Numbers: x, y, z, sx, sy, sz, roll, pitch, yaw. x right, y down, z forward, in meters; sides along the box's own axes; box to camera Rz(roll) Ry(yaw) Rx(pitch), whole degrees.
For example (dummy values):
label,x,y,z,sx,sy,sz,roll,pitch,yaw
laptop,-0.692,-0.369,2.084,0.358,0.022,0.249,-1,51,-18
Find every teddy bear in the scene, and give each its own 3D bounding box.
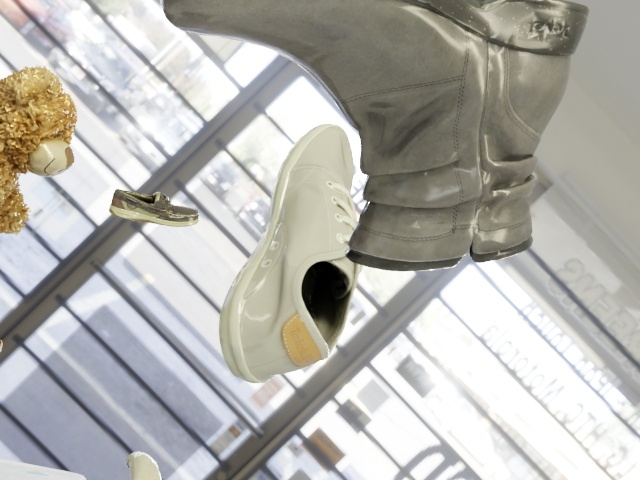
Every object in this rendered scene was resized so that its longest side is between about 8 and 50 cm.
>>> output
label,x,y,z,sx,sy,sz,roll,pitch,yaw
teddy bear,-0.407,-0.055,0.844,0.113,0.338,0.245,41,-35,20

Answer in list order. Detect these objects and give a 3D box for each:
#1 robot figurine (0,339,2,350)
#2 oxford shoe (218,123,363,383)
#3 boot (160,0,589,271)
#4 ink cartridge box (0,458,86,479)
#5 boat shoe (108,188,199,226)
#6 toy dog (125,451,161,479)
label,x,y,z,sx,sy,sz,roll,pitch,yaw
robot figurine,-0.728,0.246,1.524,0.085,0.211,0.291,47,-27,-3
oxford shoe,0.000,0.000,0.994,0.449,0.130,0.169,-71,144,-46
boot,0.043,-0.080,0.550,0.338,0.222,0.118,3,19,-21
ink cartridge box,-0.367,0.279,0.679,0.270,0.151,0.395,16,-16,-13
boat shoe,-0.276,-0.056,1.267,0.152,0.049,0.056,6,20,-25
toy dog,-0.411,0.525,1.120,0.285,0.408,0.395,27,47,-33
